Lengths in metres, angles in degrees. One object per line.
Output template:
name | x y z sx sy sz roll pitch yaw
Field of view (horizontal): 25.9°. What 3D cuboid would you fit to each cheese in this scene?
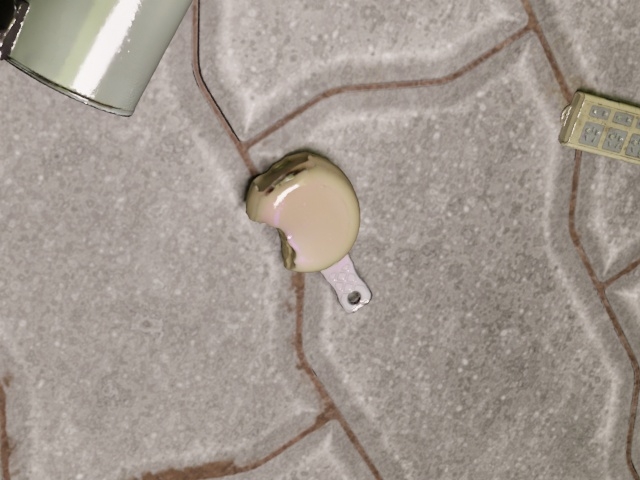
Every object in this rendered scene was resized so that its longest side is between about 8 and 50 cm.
cheese | 0.000 0.000 2.129 0.163 0.082 0.286 -30 119 -5

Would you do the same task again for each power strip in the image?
power strip | 0.510 -0.172 2.271 0.268 0.034 0.092 12 106 -24

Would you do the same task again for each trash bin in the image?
trash bin | -0.280 -0.325 1.812 0.277 0.217 0.262 16 107 -50
